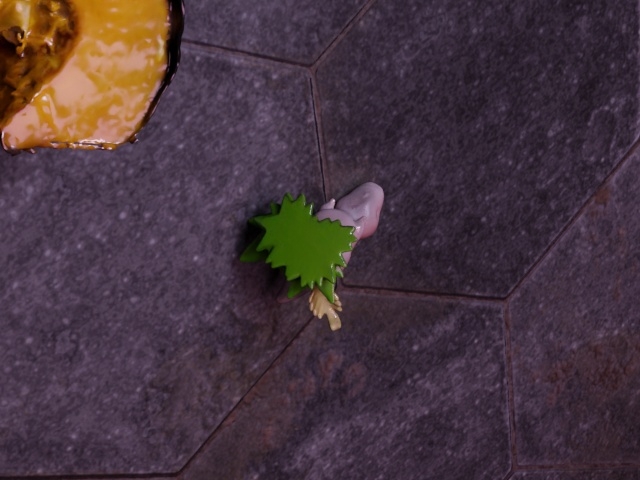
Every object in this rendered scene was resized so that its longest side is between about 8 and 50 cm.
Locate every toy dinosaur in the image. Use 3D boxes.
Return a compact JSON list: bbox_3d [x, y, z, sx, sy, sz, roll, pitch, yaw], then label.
[{"bbox_3d":[-0.007,-0.002,1.969,0.194,0.152,0.177,-67,163,1],"label":"toy dinosaur"}]

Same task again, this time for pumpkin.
[{"bbox_3d":[-0.275,-0.251,1.518,0.256,0.225,0.303,-28,132,-15],"label":"pumpkin"}]
